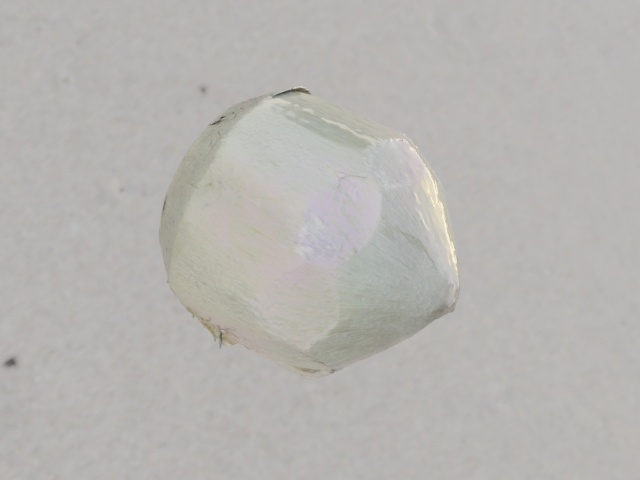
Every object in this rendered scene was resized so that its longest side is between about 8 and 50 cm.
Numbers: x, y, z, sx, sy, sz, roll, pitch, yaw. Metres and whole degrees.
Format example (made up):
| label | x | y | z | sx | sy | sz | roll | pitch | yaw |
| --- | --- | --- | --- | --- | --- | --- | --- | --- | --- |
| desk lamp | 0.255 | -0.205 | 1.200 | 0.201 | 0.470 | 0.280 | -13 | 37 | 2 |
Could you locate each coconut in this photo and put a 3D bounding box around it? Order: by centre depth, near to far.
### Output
| label | x | y | z | sx | sy | sz | roll | pitch | yaw |
| --- | --- | --- | --- | --- | --- | --- | --- | --- | --- |
| coconut | 0.000 | 0.000 | 1.373 | 0.234 | 0.224 | 0.224 | 39 | 30 | 22 |
